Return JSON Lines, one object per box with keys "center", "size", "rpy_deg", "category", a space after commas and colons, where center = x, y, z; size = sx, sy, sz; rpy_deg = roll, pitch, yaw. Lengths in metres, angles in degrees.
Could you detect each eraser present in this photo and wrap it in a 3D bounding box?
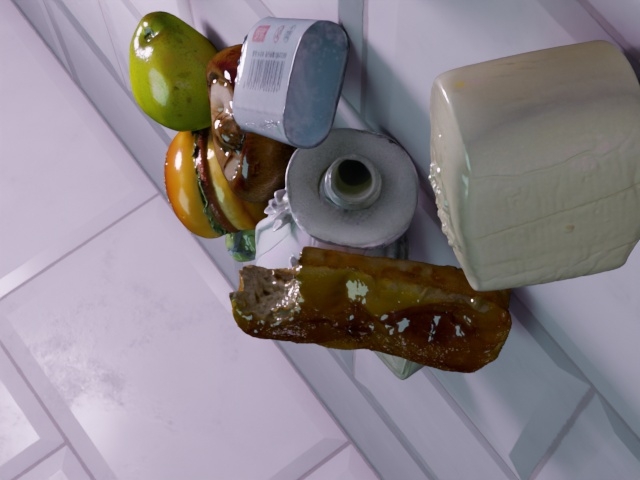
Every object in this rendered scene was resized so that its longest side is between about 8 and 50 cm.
{"center": [-0.047, -0.222, 1.736], "size": [0.227, 0.081, 0.174], "rpy_deg": [-154, 73, -65], "category": "eraser"}

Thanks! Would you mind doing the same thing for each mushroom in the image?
{"center": [-0.105, -0.185, 1.990], "size": [0.253, 0.153, 0.253], "rpy_deg": [172, 90, -76], "category": "mushroom"}

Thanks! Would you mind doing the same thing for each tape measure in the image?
{"center": [-0.119, -0.022, 2.504], "size": [0.088, 0.154, 0.177], "rpy_deg": [62, -164, -15], "category": "tape measure"}

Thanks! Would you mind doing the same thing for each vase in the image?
{"center": [0.023, -0.004, 1.884], "size": [0.250, 0.250, 0.445], "rpy_deg": [52, 163, 13], "category": "vase"}

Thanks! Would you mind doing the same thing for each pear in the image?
{"center": [-0.259, -0.305, 2.247], "size": [0.187, 0.187, 0.220], "rpy_deg": [39, 155, 51], "category": "pear"}

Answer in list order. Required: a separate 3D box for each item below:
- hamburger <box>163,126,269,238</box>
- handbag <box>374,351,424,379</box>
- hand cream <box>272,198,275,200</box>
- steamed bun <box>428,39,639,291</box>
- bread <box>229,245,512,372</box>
{"center": [-0.207, -0.117, 2.377], "size": [0.246, 0.169, 0.246], "rpy_deg": [-13, -90, -79], "category": "hamburger"}
{"center": [0.105, 0.118, 2.225], "size": [0.256, 0.079, 0.219], "rpy_deg": [48, 160, 23], "category": "handbag"}
{"center": [-0.104, -0.145, 2.283], "size": [0.140, 0.089, 0.314], "rpy_deg": [61, 177, 29], "category": "hand cream"}
{"center": [0.196, -0.073, 1.129], "size": [0.250, 0.200, 0.155], "rpy_deg": [78, 178, -53], "category": "steamed bun"}
{"center": [0.066, 0.090, 1.695], "size": [0.380, 0.109, 0.185], "rpy_deg": [9, 152, 1], "category": "bread"}
